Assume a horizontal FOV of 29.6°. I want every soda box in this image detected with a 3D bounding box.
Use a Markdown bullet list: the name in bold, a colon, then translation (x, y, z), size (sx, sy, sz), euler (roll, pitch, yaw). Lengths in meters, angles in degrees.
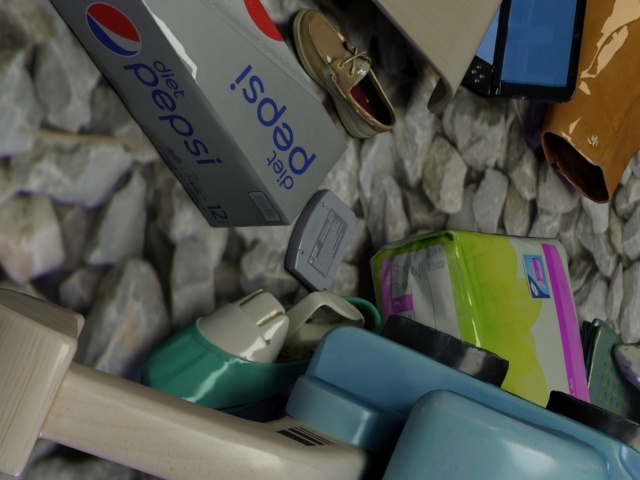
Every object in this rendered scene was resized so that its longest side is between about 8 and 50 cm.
- **soda box**: translation (-0.097, -0.144, 0.894), size (0.098, 0.091, 0.286), euler (-54, 126, -33)

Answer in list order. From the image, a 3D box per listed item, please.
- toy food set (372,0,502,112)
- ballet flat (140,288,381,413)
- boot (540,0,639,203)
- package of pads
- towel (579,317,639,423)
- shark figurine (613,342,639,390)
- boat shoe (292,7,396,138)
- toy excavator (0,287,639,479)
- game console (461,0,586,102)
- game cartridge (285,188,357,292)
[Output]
- **toy food set**: translation (0.063, -0.294, 1.085), size (0.306, 0.092, 0.219), euler (42, 65, -32)
- **ballet flat**: translation (-0.038, 0.075, 0.954), size (0.247, 0.083, 0.087), euler (-3, 125, -51)
- **boot**: translation (0.284, -0.198, 1.297), size (0.295, 0.104, 0.211), euler (51, 58, -32)
- **package of pads**: translation (0.159, 0.140, 1.116), size (0.229, 0.101, 0.296), euler (4, 75, -52)
- **towel**: translation (0.364, 0.289, 1.423), size (0.370, 0.040, 0.271), euler (39, 63, -42)
- **shark figurine**: translation (0.410, 0.252, 1.378), size (0.166, 0.116, 0.278), euler (-3, 84, -15)
- **boat shoe**: translation (0.025, -0.148, 1.058), size (0.135, 0.045, 0.050), euler (53, 54, -32)
- **toy excavator**: translation (0.024, 0.152, 0.797), size (0.222, 0.433, 0.445), euler (-66, 166, -3)
- **game console**: translation (0.195, -0.220, 1.212), size (0.124, 0.085, 0.144), euler (20, 74, -45)
- **game cartridge**: translation (0.000, 0.000, 1.052), size (0.056, 0.017, 0.083), euler (46, 57, -40)
